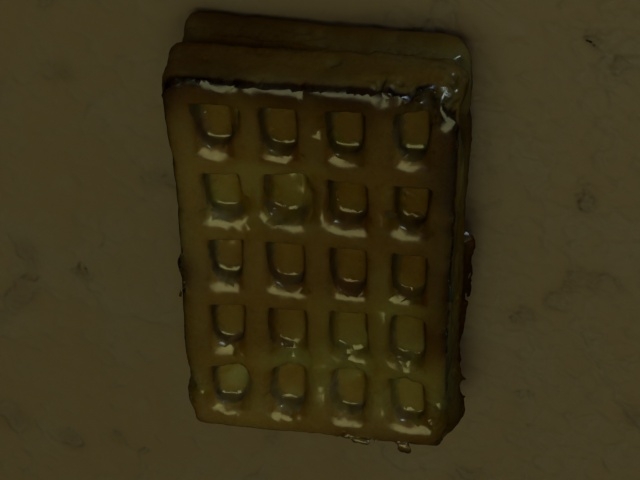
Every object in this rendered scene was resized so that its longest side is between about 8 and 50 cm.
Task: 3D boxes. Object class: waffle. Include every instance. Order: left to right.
[{"bbox_3d":[0.000,0.000,1.324,0.224,0.098,0.327,6,127,10],"label":"waffle"}]
